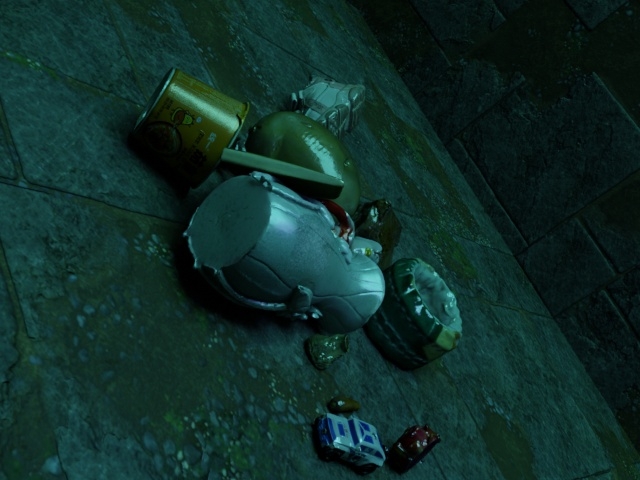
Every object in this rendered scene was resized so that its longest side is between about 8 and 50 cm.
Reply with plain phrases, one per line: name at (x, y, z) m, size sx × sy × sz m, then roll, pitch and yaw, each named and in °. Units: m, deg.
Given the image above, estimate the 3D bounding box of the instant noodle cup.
instant noodle cup at (-0.272, -0.238, 1.601) m, size 0.172 × 0.216 × 0.215 m, roll 33°, pitch 28°, yaw -20°

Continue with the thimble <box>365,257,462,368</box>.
thimble at (0.228, 0.175, 1.961) m, size 0.254 × 0.167 × 0.288 m, roll 45°, pitch 24°, yaw -19°

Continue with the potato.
potato at (-0.036, -0.171, 1.905) m, size 0.326 × 0.221 × 0.243 m, roll 49°, pitch 31°, yaw 3°

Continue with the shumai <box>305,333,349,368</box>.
shumai at (0.021, 0.217, 1.616) m, size 0.082 × 0.080 × 0.083 m, roll 44°, pitch 26°, yaw -13°

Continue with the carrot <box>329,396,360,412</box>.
carrot at (0.049, 0.329, 1.569) m, size 0.093 × 0.032 × 0.032 m, roll 21°, pitch 37°, yaw -56°

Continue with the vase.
vase at (-0.048, 0.043, 1.552) m, size 0.445 × 0.250 × 0.250 m, roll 35°, pitch 27°, yaw -50°

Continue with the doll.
doll at (0.000, 0.000, 1.774) m, size 0.384 × 0.188 × 0.099 m, roll 17°, pitch 16°, yaw -44°

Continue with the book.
book at (-0.070, -0.131, 1.612) m, size 0.239 × 0.035 × 0.352 m, roll 14°, pitch -1°, yaw 0°

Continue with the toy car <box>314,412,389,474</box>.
toy car at (0.065, 0.379, 1.469) m, size 0.171 × 0.070 × 0.080 m, roll 32°, pitch 29°, yaw -37°

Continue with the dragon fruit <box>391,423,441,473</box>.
dragon fruit at (0.191, 0.417, 1.611) m, size 0.068 × 0.112 × 0.126 m, roll 45°, pitch 19°, yaw 23°

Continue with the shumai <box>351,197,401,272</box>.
shumai at (0.095, -0.021, 2.025) m, size 0.185 × 0.184 × 0.218 m, roll 23°, pitch -20°, yaw 28°

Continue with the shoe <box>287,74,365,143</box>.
shoe at (-0.010, -0.370, 2.359) m, size 0.198 × 0.171 × 0.351 m, roll 20°, pitch 38°, yaw 17°

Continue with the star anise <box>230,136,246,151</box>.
star anise at (-0.231, -0.240, 1.792) m, size 0.204 × 0.061 × 0.180 m, roll 51°, pitch -18°, yaw -1°
